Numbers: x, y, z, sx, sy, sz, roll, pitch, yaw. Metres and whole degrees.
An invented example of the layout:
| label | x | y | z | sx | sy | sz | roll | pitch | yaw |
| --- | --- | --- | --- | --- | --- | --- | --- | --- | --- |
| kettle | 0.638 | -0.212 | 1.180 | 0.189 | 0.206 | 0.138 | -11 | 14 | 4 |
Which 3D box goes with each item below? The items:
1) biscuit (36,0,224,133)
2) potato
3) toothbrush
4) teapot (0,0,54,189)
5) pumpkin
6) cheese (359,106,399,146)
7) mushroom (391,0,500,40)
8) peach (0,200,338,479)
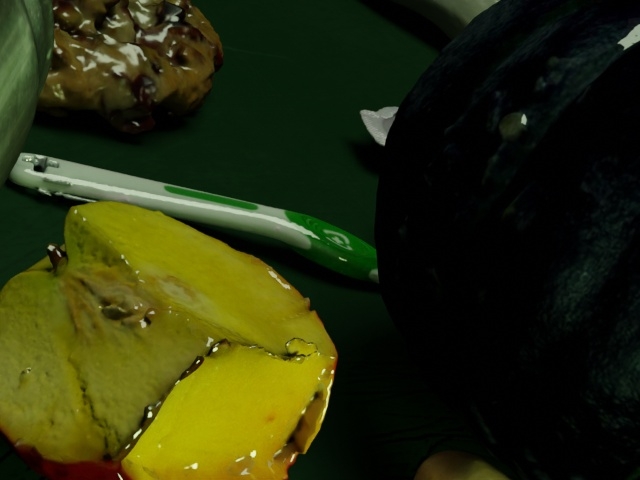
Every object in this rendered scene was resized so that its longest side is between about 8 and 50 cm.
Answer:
| label | x | y | z | sx | sy | sz | roll | pitch | yaw |
| --- | --- | --- | --- | --- | --- | --- | --- | --- | --- |
| biscuit | -0.209 | -0.196 | 0.922 | 0.289 | 0.081 | 0.334 | 18 | 25 | -19 |
| potato | 0.078 | 0.136 | 0.578 | 0.083 | 0.062 | 0.068 | 3 | 69 | -37 |
| toothbrush | -0.002 | 0.004 | 0.791 | 0.418 | 0.040 | 0.042 | 12 | 26 | -18 |
| teapot | -0.268 | -0.055 | 0.410 | 0.321 | 0.239 | 0.239 | 35 | 42 | -29 |
| pumpkin | 0.197 | 0.021 | 0.633 | 0.363 | 0.266 | 0.363 | 35 | 11 | -8 |
| cheese | 0.144 | -0.067 | 1.035 | 0.244 | 0.052 | 0.135 | 15 | 30 | -26 |
| mushroom | 0.175 | -0.263 | 1.390 | 0.159 | 0.122 | 0.329 | -30 | 51 | -17 |
| peach | -0.072 | 0.054 | 0.531 | 0.151 | 0.118 | 0.151 | -3 | 55 | 5 |
